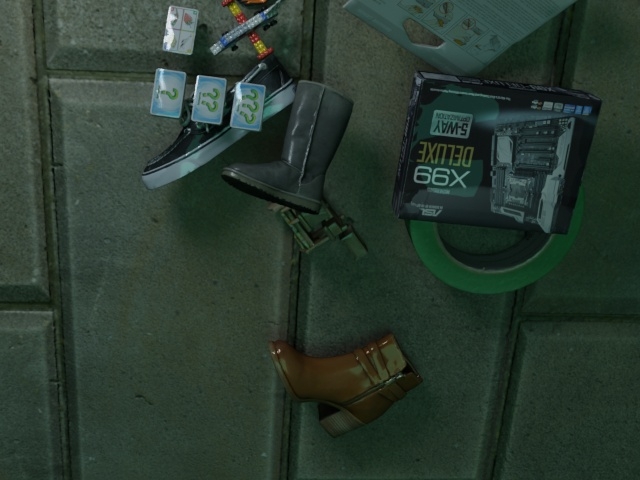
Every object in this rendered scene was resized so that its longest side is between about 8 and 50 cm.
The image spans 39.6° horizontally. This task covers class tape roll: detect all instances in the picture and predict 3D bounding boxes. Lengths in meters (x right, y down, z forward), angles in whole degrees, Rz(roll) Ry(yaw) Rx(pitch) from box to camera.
[{"bbox_3d":[0.313,-0.060,1.619,0.321,0.077,0.321,-2,114,-5],"label":"tape roll"}]

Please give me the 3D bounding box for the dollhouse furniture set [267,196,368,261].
[{"bbox_3d":[0.000,0.000,1.569,0.101,0.161,0.182,-33,112,9],"label":"dollhouse furniture set"}]

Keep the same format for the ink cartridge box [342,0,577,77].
[{"bbox_3d":[0.225,-0.403,1.417,0.296,0.066,0.261,24,137,-35],"label":"ink cartridge box"}]

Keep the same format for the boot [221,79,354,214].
[{"bbox_3d":[-0.049,-0.163,1.434,0.189,0.076,0.209,19,83,-26],"label":"boot"}]

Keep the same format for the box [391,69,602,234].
[{"bbox_3d":[0.289,-0.145,1.495,0.307,0.076,0.243,6,112,-8],"label":"box"}]

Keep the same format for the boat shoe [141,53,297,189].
[{"bbox_3d":[-0.186,-0.202,1.492,0.306,0.113,0.105,-33,106,6],"label":"boat shoe"}]

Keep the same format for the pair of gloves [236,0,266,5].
[{"bbox_3d":[-0.109,-0.428,1.453,0.074,0.010,0.083,-12,111,2],"label":"pair of gloves"}]

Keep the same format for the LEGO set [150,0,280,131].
[{"bbox_3d":[-0.166,-0.309,1.423,0.182,0.060,0.244,9,86,-3],"label":"LEGO set"}]

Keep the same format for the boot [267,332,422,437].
[{"bbox_3d":[0.050,0.246,1.708,0.220,0.109,0.283,-33,115,11],"label":"boot"}]
